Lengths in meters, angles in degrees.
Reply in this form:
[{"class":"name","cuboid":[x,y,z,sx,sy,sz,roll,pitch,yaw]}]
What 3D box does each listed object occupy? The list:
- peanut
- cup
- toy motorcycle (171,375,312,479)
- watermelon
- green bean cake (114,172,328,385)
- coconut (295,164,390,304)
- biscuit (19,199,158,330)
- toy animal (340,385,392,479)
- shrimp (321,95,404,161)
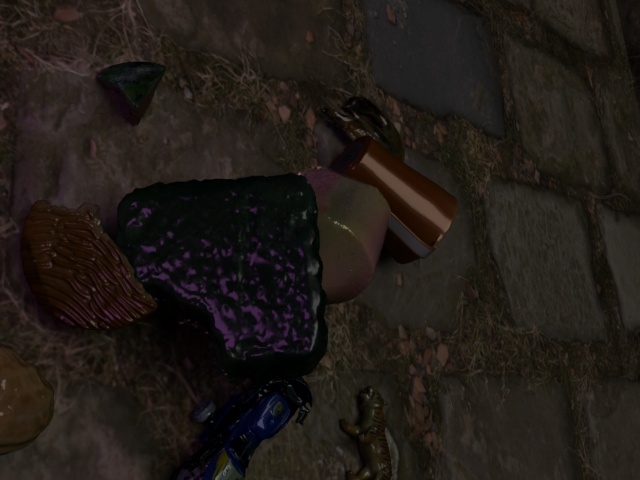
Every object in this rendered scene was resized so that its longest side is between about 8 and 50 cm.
[{"class":"peanut","cuboid":[-0.476,0.167,0.949,0.325,0.140,0.153,31,45,-29]},{"class":"cup","cuboid":[0.145,-0.075,1.601,0.264,0.182,0.226,40,20,-18]},{"class":"toy motorcycle","cuboid":[-0.111,0.288,1.234,0.113,0.169,0.315,56,45,-15]},{"class":"watermelon","cuboid":[-0.312,-0.267,1.329,0.101,0.080,0.155,25,54,6]},{"class":"green bean cake","cuboid":[-0.148,0.064,1.200,0.307,0.169,0.300,-3,71,-2]},{"class":"coconut","cuboid":[0.000,0.000,1.421,0.233,0.233,0.245,49,41,-20]},{"class":"biscuit","cuboid":[-0.329,0.036,1.116,0.031,0.228,0.176,48,59,-78]},{"class":"toy animal","cuboid":[0.096,0.395,1.475,0.099,0.056,0.241,4,72,-44]},{"class":"shrimp","cuboid":[0.107,-0.253,1.717,0.254,0.059,0.145,36,50,-30]}]
